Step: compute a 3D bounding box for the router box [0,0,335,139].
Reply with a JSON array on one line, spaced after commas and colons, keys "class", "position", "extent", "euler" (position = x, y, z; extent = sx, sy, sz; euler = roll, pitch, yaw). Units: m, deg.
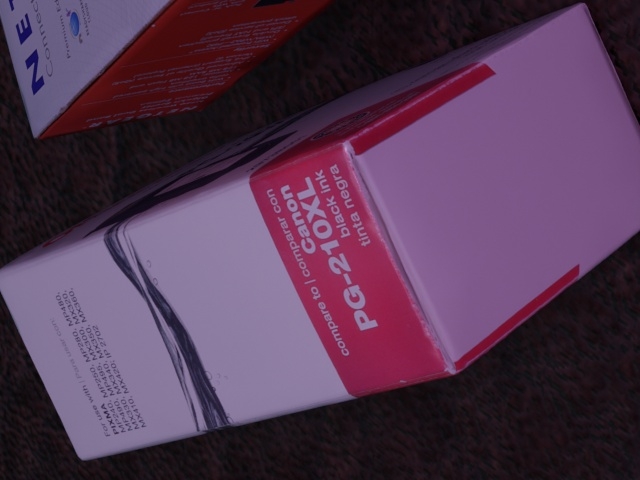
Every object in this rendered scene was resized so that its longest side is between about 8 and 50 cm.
[{"class": "router box", "position": [-0.066, -0.239, 0.637], "extent": [0.301, 0.082, 0.335], "euler": [-31, 74, 60]}]

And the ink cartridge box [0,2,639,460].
[{"class": "ink cartridge box", "position": [0.000, 0.000, 0.763], "extent": [0.237, 0.172, 0.100], "euler": [-18, 100, 45]}]
